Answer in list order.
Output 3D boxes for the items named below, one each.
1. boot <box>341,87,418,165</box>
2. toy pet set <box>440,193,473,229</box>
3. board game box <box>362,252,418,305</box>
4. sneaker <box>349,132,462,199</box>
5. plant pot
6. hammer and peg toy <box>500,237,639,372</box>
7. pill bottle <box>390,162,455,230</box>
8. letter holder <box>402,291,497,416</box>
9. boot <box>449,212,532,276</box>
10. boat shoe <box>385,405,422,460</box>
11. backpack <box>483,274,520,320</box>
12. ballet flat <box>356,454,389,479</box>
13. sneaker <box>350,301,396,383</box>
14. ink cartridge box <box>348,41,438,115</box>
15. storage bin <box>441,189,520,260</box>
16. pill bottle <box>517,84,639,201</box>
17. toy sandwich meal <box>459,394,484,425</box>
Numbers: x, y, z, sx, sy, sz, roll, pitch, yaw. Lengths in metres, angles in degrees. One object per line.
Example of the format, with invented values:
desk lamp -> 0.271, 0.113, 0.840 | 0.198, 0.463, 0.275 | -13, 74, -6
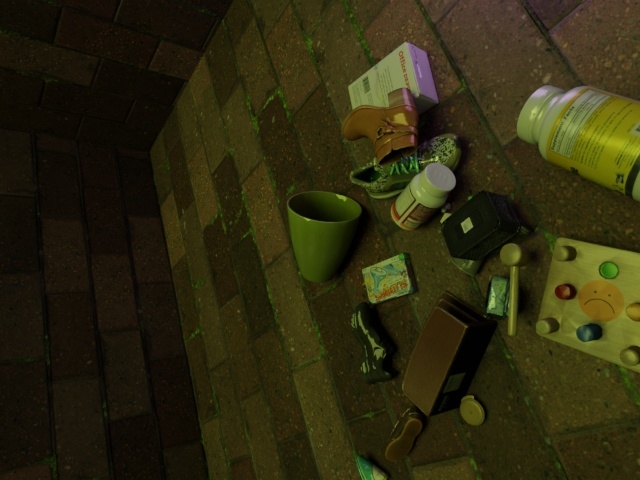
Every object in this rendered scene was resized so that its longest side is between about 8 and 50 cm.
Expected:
boot -> 0.184, -0.322, 1.429 | 0.283, 0.109, 0.220 | -18, 62, 34
toy pet set -> 0.422, -0.074, 1.384 | 0.122, 0.065, 0.114 | 17, 66, 46
board game box -> 0.238, 0.138, 1.588 | 0.201, 0.035, 0.136 | -28, 67, 45
sneaker -> 0.258, -0.232, 1.469 | 0.410, 0.182, 0.158 | -21, 72, 46
plant pot -> 0.000, 0.000, 1.731 | 0.275, 0.275, 0.293 | 38, 131, 44
hammer and peg toy -> 0.611, 0.134, 1.085 | 0.361, 0.127, 0.266 | 18, 103, 48
pill bottle -> 0.314, -0.132, 1.402 | 0.221, 0.121, 0.121 | 123, 134, -56
letter holder -> 0.346, 0.325, 1.368 | 0.214, 0.152, 0.302 | 36, 115, 46
boot -> 0.473, 0.011, 1.291 | 0.208, 0.076, 0.189 | -63, 32, 17
boat shoe -> 0.275, 0.637, 1.504 | 0.073, 0.073, 0.207 | -85, 21, -66
backpack -> 0.496, 0.154, 1.238 | 0.084, 0.105, 0.114 | 7, 93, 27
ballet flat -> 0.208, 0.854, 1.570 | 0.087, 0.083, 0.247 | -33, 62, 17
sneaker -> 0.195, 0.353, 1.593 | 0.130, 0.109, 0.286 | -17, 84, 41
ink cartridge box -> 0.242, -0.497, 1.551 | 0.278, 0.117, 0.201 | -24, 71, 46
storage bin -> 0.428, -0.037, 1.239 | 0.180, 0.084, 0.122 | -47, 45, 44
pill bottle -> 0.630, -0.235, 1.032 | 0.334, 0.188, 0.188 | 43, 120, 42
toy sandwich meal -> 0.446, 0.497, 1.336 | 0.085, 0.029, 0.085 | 2, 93, 46
